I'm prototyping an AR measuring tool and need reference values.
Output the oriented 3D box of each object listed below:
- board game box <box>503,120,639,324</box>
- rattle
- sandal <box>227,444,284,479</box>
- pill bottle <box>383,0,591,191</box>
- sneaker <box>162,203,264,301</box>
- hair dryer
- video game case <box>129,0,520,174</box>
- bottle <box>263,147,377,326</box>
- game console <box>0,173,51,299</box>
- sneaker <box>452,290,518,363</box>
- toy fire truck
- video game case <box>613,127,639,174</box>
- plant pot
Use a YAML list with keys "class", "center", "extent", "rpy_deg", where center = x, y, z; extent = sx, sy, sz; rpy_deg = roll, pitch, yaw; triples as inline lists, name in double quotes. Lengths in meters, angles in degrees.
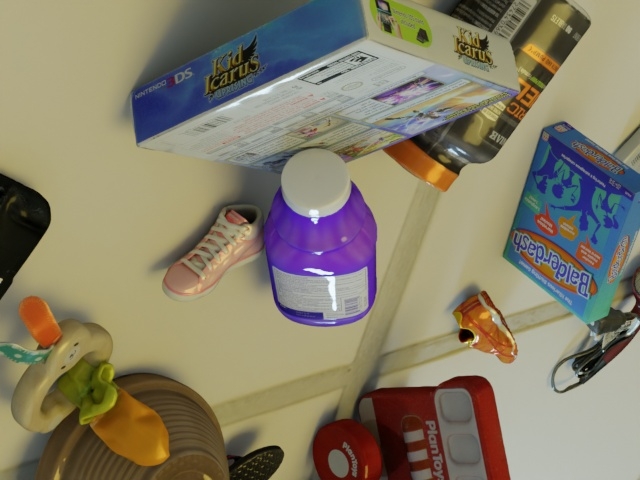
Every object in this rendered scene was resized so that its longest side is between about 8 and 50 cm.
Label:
- class: "board game box"
  center: [0.327, -0.022, 1.859]
  extent: [0.047, 0.160, 0.210]
  rpy_deg: [-20, 136, -36]
- class: "rattle"
  center: [-0.225, 0.145, 1.387]
  extent: [0.130, 0.142, 0.199]
  rpy_deg: [-28, 158, -21]
- class: "sandal"
  center: [-0.126, 0.298, 1.776]
  extent: [0.179, 0.040, 0.067]
  rpy_deg: [-36, 141, 6]
- class: "pill bottle"
  center: [0.169, -0.173, 1.557]
  extent: [0.245, 0.130, 0.130]
  rpy_deg: [-55, 146, 9]
- class: "sneaker"
  center: [-0.108, 0.006, 1.487]
  extent: [0.134, 0.051, 0.070]
  rpy_deg: [-33, 148, -36]
- class: "hair dryer"
  center: [0.486, 0.115, 2.279]
  extent: [0.294, 0.080, 0.223]
  rpy_deg: [-22, 154, -26]
- class: "video game case"
  center: [0.006, -0.138, 1.334]
  extent: [0.270, 0.061, 0.244]
  rpy_deg: [-20, 161, 35]
- class: "bottle"
  center: [0.000, 0.000, 1.500]
  extent: [0.118, 0.092, 0.283]
  rpy_deg: [-1, 155, 3]
- class: "game console"
  center: [-0.362, 0.099, 1.301]
  extent: [0.361, 0.044, 0.213]
  rpy_deg: [-53, 148, 7]
- class: "sneaker"
  center: [0.224, 0.124, 1.990]
  extent: [0.067, 0.064, 0.175]
  rpy_deg: [-30, 142, 7]
- class: "toy fire truck"
  center: [0.143, 0.328, 1.864]
  extent: [0.169, 0.254, 0.302]
  rpy_deg: [-12, 92, -42]
- class: "video game case"
  center: [0.509, -0.143, 2.069]
  extent: [0.212, 0.023, 0.193]
  rpy_deg: [-47, 146, -5]
- class: "plant pot"
  center: [-0.177, 0.267, 1.540]
  extent: [0.237, 0.110, 0.237]
  rpy_deg: [-10, 105, -41]
